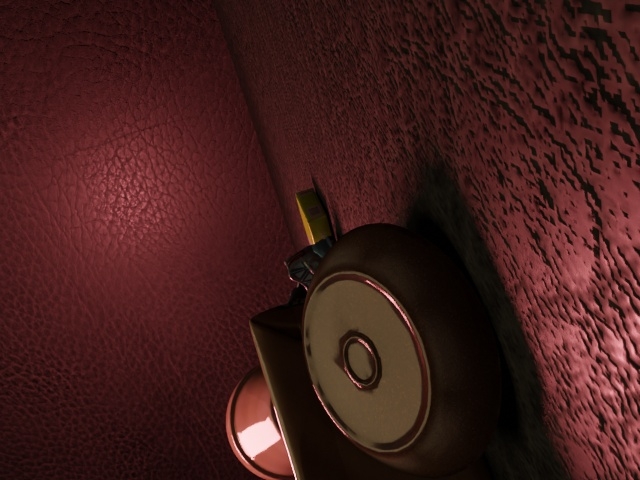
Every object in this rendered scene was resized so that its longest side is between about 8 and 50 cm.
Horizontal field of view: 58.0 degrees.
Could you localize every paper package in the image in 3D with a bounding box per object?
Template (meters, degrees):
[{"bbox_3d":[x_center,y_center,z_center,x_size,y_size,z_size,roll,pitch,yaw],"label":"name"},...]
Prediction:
[{"bbox_3d":[0.053,0.218,0.666,0.325,0.168,0.309,87,163,-76],"label":"paper package"}]

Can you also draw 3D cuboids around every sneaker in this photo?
[{"bbox_3d":[0.000,0.111,1.070,0.104,0.125,0.261,-116,8,-56],"label":"sneaker"}]

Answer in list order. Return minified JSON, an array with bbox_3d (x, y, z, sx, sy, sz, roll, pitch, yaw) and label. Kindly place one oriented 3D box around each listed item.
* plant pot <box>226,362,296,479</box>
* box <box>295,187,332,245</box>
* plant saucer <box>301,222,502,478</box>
[{"bbox_3d":[-0.054,0.423,1.425,0.280,0.323,0.323,125,128,-62],"label":"plant pot"},{"bbox_3d":[0.000,0.000,1.124,0.109,0.043,0.178,-115,7,-53],"label":"box"},{"bbox_3d":[0.042,0.087,0.437,0.199,0.036,0.198,18,113,49],"label":"plant saucer"}]
